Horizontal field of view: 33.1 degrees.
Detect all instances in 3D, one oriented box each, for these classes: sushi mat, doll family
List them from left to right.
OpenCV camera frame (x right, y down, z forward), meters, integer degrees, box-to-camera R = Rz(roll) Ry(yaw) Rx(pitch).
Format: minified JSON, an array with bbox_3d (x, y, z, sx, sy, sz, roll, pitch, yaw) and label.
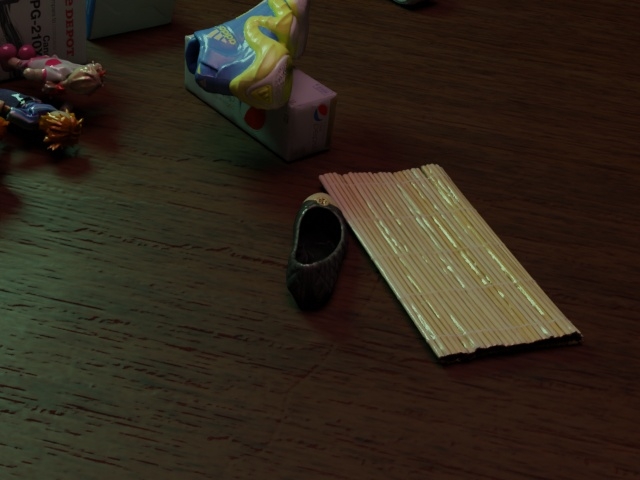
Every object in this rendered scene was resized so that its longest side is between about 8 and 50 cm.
[{"bbox_3d":[-0.349,-0.147,1.178,0.163,0.118,0.263,23,19,32],"label":"doll family"},{"bbox_3d":[0.120,0.010,1.088,0.151,0.019,0.316,-8,37,-19],"label":"sushi mat"}]

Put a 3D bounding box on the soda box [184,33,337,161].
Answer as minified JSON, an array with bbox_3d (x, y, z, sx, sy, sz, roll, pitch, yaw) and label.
[{"bbox_3d":[-0.075,-0.178,1.278,0.069,0.074,0.216,-20,42,-34],"label":"soda box"}]

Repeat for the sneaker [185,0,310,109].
[{"bbox_3d":[-0.082,-0.235,1.214,0.126,0.091,0.240,7,36,3],"label":"sneaker"}]

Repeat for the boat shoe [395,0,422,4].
[{"bbox_3d":[0.096,-0.433,1.693,0.076,0.083,0.226,-10,48,-43],"label":"boat shoe"}]

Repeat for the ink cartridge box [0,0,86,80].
[{"bbox_3d":[-0.405,-0.285,1.288,0.237,0.172,0.100,-19,42,-33],"label":"ink cartridge box"}]

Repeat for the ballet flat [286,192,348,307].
[{"bbox_3d":[0.000,0.000,1.053,0.057,0.049,0.173,8,34,-1],"label":"ballet flat"}]

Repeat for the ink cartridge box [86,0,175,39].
[{"bbox_3d":[-0.313,-0.387,1.491,0.134,0.078,0.231,-21,59,-34],"label":"ink cartridge box"}]
